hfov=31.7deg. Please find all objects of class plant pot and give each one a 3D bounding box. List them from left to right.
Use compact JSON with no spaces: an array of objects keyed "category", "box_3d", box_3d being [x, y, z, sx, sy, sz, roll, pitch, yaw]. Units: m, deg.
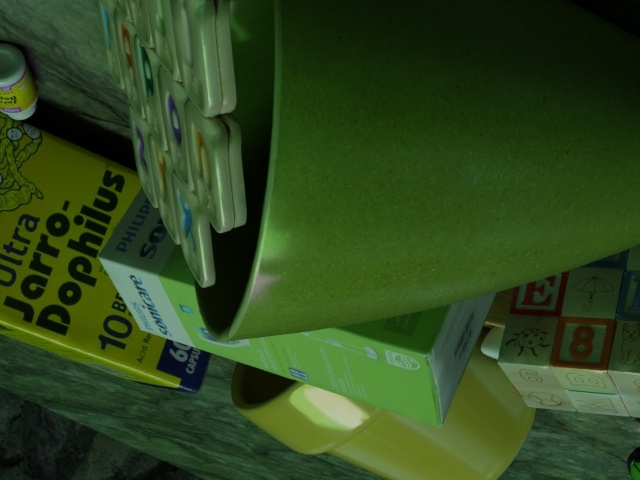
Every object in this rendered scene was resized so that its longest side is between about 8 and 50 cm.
[{"category":"plant pot","box_3d":[0.079,0.133,1.132,0.239,0.254,0.254,39,152,-16]},{"category":"plant pot","box_3d":[0.080,-0.068,0.741,0.293,0.274,0.275,3,162,-16]}]

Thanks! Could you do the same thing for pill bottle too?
[{"category":"pill bottle","box_3d":[-0.287,-0.144,1.046,0.043,0.043,0.083,13,159,4]}]

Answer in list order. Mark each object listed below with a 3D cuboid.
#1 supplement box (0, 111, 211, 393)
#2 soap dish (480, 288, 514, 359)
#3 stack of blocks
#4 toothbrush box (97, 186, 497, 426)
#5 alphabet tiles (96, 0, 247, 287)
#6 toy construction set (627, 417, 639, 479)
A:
[{"category":"supplement box","box_3d":[-0.282,0.010,1.186,0.356,0.194,0.195,24,166,-23]},{"category":"soap dish","box_3d":[0.314,0.091,1.034,0.291,0.118,0.229,11,173,35]},{"category":"stack of blocks","box_3d":[0.300,0.045,0.844,0.297,0.171,0.087,2,151,30]},{"category":"toothbrush box","box_3d":[0.000,0.000,0.922,0.283,0.206,0.122,15,149,20]},{"category":"alphabet tiles","box_3d":[-0.100,-0.123,0.689,0.021,0.284,0.278,-14,122,-17]},{"category":"toy construction set","box_3d":[0.590,0.344,1.504,0.309,0.257,0.237,19,-150,36]}]
